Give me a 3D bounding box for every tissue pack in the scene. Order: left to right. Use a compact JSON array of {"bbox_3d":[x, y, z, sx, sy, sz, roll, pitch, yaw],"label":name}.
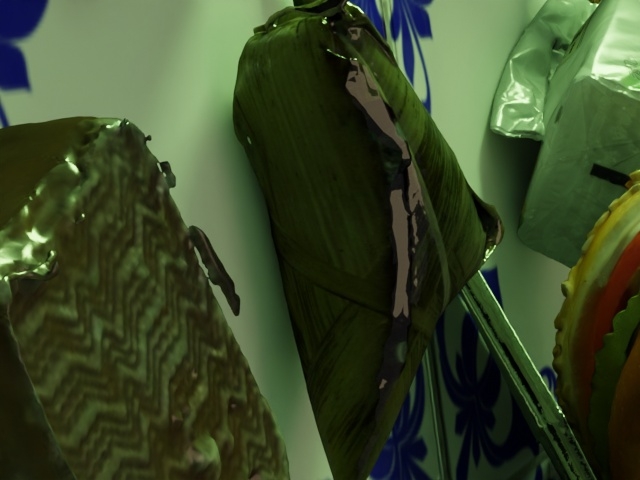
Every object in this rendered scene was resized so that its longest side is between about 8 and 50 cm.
[{"bbox_3d":[0.206,-0.106,1.458,0.229,0.145,0.159,-59,170,-52],"label":"tissue pack"}]

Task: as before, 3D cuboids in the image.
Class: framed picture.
[{"bbox_3d":[0.144,0.119,1.258,0.293,0.018,0.231,60,3,-44],"label":"framed picture"}]

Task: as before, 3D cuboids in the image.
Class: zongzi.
[{"bbox_3d":[0.000,-0.002,1.013,0.205,0.094,0.204,57,44,-40],"label":"zongzi"}]

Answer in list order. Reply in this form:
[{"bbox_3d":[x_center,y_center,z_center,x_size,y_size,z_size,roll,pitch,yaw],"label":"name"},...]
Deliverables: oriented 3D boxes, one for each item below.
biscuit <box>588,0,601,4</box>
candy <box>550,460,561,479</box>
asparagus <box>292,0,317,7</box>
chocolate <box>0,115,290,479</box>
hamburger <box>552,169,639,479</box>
[{"bbox_3d":[0.241,-0.189,1.663,0.130,0.019,0.119,-47,128,-60],"label":"biscuit"},{"bbox_3d":[0.211,0.226,1.443,0.092,0.073,0.160,26,62,-56],"label":"candy"},{"bbox_3d":[-0.015,-0.173,1.086,0.024,0.025,0.248,-156,-127,-68],"label":"asparagus"},{"bbox_3d":[-0.093,0.070,0.776,0.148,0.093,0.214,-60,137,-50],"label":"chocolate"},{"bbox_3d":[0.318,0.086,1.286,0.250,0.330,0.330,-102,174,-64],"label":"hamburger"}]
